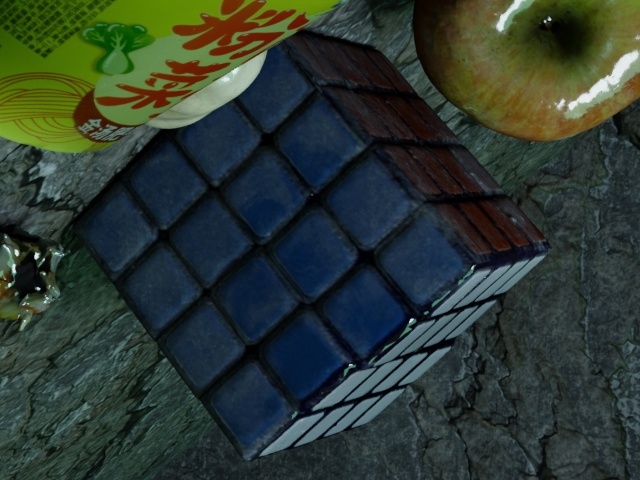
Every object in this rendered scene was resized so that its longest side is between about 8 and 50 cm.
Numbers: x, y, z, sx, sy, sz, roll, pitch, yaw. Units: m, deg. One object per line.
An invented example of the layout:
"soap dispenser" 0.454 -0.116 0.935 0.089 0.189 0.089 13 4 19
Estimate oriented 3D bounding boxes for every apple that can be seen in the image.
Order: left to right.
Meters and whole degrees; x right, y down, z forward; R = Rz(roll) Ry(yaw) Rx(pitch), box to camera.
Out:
"apple" 0.251 -0.261 1.593 0.309 0.277 0.250 -11 -160 0

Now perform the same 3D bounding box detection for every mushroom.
"mushroom" -0.116 -0.168 1.246 0.154 0.122 0.154 -43 -155 25

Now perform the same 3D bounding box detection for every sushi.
"sushi" -0.310 0.032 1.414 0.103 0.097 0.226 -45 168 11

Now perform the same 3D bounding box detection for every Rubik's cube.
"Rubik's cube" 0.000 0.000 1.620 0.337 0.344 0.344 -43 165 18

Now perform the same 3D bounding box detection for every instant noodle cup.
"instant noodle cup" -0.114 -0.203 0.790 0.221 0.311 0.311 -34 171 29
